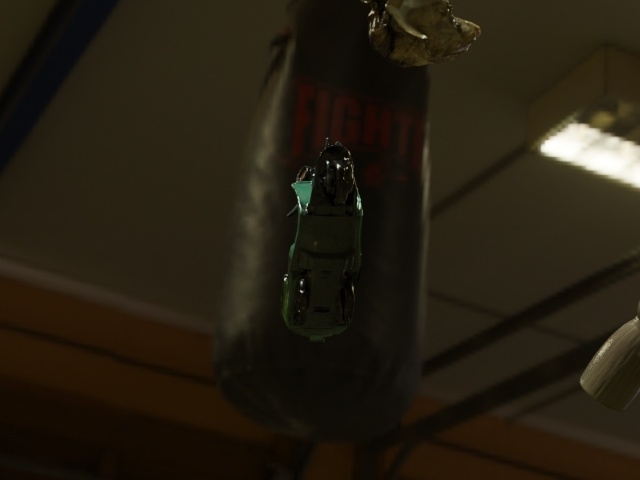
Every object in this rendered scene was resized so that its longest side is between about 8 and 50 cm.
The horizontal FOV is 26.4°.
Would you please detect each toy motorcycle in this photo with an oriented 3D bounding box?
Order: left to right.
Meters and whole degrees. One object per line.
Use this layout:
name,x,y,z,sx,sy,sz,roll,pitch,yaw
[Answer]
toy motorcycle,0.000,0.000,1.110,0.058,0.173,0.100,1,21,-13

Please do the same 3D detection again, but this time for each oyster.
oyster,0.072,-0.280,1.476,0.107,0.233,0.161,-38,-17,13

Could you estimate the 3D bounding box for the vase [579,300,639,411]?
vase,0.285,0.103,1.249,0.053,0.053,0.101,20,-68,-26
